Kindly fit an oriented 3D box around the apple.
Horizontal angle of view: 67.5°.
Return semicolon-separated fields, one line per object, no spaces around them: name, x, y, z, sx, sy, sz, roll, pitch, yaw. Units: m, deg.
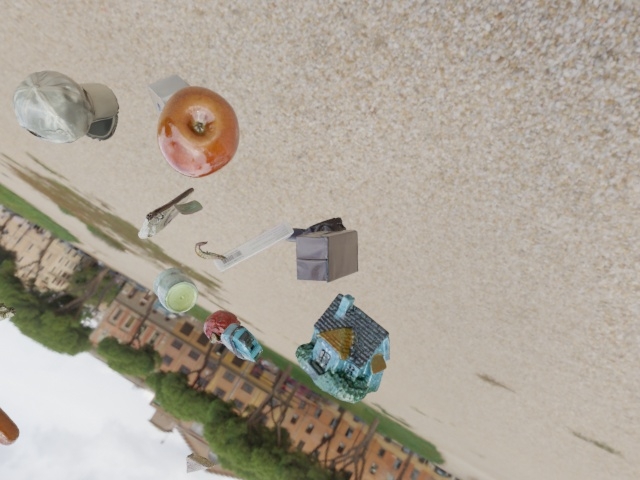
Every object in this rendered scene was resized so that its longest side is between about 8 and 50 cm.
apple;-0.374;-0.332;1.469;0.252;0.271;0.206;28;170;-2

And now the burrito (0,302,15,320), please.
burrito;-1.121;0.243;1.557;0.230;0.058;0.063;-4;127;-8

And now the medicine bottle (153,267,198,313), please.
medicine bottle;-0.577;0.198;1.912;0.143;0.147;0.147;32;171;49

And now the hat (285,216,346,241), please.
hat;-0.015;0.028;2.276;0.336;0.208;0.238;-14;170;33

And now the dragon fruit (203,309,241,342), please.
dragon fruit;-0.497;0.436;2.416;0.172;0.172;0.209;26;-165;19

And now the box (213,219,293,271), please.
box;-0.281;0.029;2.027;0.065;0.343;0.200;61;171;0

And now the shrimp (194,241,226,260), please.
shrimp;-0.418;0.044;1.824;0.127;0.025;0.091;15;133;-2

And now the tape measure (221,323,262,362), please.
tape measure;-0.273;0.343;1.620;0.125;0.081;0.146;13;139;37

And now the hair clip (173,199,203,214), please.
hair clip;-0.501;-0.124;1.807;0.054;0.022;0.137;44;-154;10

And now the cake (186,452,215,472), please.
cake;-0.440;0.836;1.773;0.121;0.065;0.052;0;171;33

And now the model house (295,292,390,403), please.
model house;0.090;0.319;1.496;0.226;0.241;0.261;-3;-151;-46

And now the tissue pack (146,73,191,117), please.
tissue pack;-0.597;-0.541;2.006;0.159;0.136;0.246;42;155;32

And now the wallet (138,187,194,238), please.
wallet;-0.754;-0.121;2.324;0.068;0.335;0.275;47;134;-6

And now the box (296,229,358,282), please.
box;0.027;0.056;1.887;0.153;0.188;0.252;3;-170;29

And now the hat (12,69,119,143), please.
hat;-0.675;-0.374;1.289;0.232;0.275;0.161;35;128;7

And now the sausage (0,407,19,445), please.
sausage;-1.048;0.583;1.544;0.076;0.076;0.197;11;133;52
